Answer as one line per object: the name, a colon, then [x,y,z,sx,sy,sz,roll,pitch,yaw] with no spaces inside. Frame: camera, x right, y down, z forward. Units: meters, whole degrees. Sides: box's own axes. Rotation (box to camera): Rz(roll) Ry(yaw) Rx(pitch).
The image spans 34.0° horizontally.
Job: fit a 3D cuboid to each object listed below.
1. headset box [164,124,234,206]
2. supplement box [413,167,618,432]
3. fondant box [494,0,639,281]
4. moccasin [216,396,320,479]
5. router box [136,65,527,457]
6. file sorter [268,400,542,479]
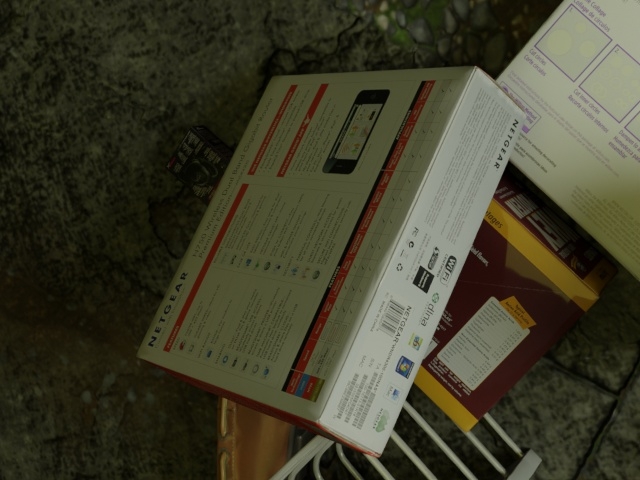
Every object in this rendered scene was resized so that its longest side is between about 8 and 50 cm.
headset box: [-0.129,-0.083,1.209,0.083,0.032,0.062,41,113,11]
supplement box: [0.156,0.045,1.054,0.191,0.129,0.194,44,113,11]
fondant box: [0.332,-0.159,0.962,0.238,0.096,0.330,45,114,10]
moccasin: [-0.089,0.328,1.205,0.147,0.139,0.380,9,102,23]
router box: [0.000,0.000,0.987,0.301,0.082,0.335,9,70,52]
file sorter: [0.065,0.257,1.052,0.173,0.277,0.193,48,113,11]
